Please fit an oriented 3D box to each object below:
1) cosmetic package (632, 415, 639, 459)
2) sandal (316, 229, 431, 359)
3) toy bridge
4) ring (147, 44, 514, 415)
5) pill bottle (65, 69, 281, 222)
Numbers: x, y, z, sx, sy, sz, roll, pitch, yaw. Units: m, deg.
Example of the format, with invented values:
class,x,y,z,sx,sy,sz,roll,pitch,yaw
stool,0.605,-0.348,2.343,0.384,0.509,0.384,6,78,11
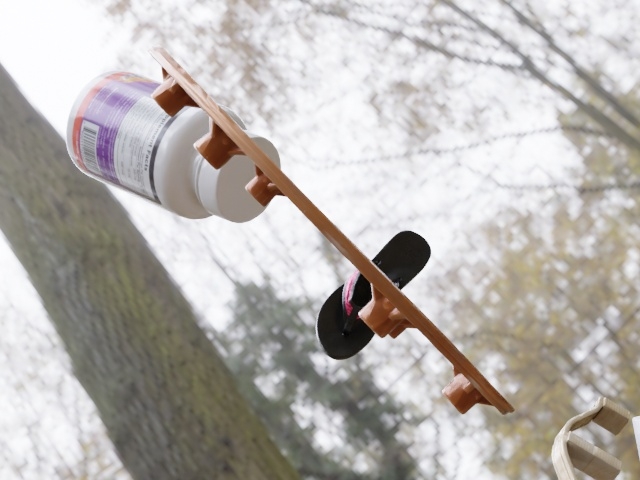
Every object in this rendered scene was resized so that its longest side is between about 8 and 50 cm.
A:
class,x,y,z,sx,sy,sz,roll,pitch,yaw
cosmetic package,0.433,0.194,1.076,0.385,0.217,0.156,-8,-5,5
sandal,0.057,0.054,1.692,0.179,0.067,0.040,-50,-9,-19
toy bridge,0.247,0.203,1.422,0.026,0.063,0.188,-58,0,32
ring,0.000,0.000,1.013,0.032,0.336,0.336,-44,-37,1
pill bottle,-0.131,-0.082,1.384,0.108,0.193,0.108,-26,-53,-40
